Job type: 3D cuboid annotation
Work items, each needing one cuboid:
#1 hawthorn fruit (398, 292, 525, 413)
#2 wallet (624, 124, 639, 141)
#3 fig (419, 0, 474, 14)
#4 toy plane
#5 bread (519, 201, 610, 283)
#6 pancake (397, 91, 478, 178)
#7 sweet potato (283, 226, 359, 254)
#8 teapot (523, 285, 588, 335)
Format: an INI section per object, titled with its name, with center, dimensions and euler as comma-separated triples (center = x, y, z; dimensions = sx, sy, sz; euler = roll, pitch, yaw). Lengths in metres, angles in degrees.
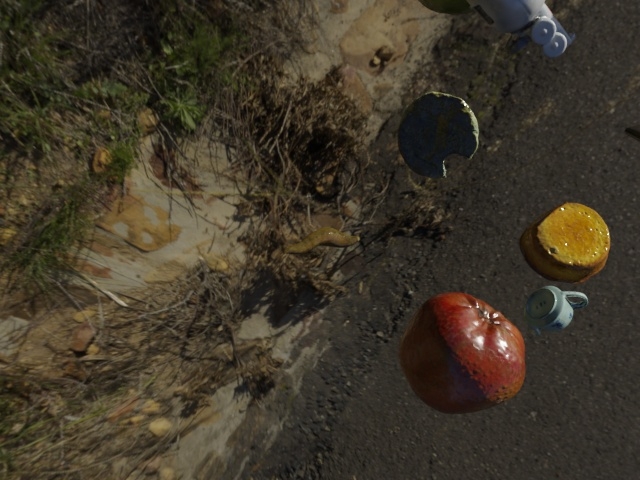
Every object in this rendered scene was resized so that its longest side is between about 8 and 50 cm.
[hawthorn fruit]
center = 0.308, 0.259, 1.090
dimensions = 0.275, 0.299, 0.275
euler = 26, 43, -27
[wallet]
center = 1.131, -0.332, 1.521
dimensions = 0.170, 0.321, 0.044
euler = -15, 113, 15
[fig]
center = 0.303, -0.548, 0.955
dimensions = 0.233, 0.314, 0.233
euler = -4, 82, 33
[toy plane]
center = 0.248, -0.348, 0.637
dimensions = 0.252, 0.118, 0.252
euler = 29, 38, -26
[bread]
center = 0.908, 0.010, 1.755
dimensions = 0.312, 0.172, 0.312
euler = -3, 68, 8
[pancake]
center = 0.341, -0.312, 1.403
dimensions = 0.254, 0.253, 0.037
euler = 54, 33, 2
[sweet potato]
center = -0.002, -0.002, 1.411
dimensions = 0.249, 0.059, 0.069
euler = -8, 77, -28
[teapot]
center = 0.820, 0.251, 1.668
dimensions = 0.159, 0.232, 0.159
euler = 28, 36, -23
